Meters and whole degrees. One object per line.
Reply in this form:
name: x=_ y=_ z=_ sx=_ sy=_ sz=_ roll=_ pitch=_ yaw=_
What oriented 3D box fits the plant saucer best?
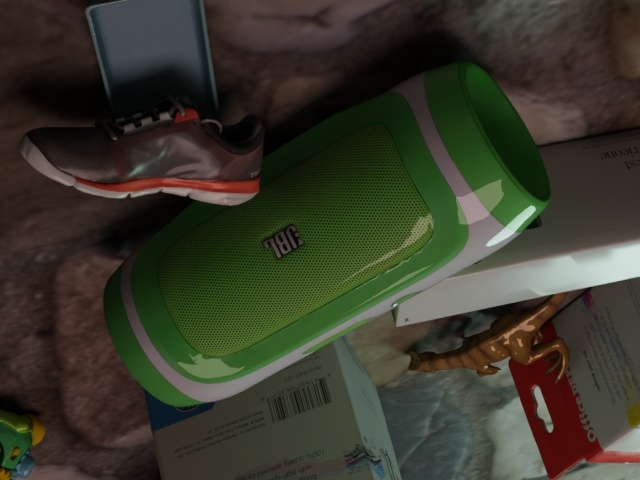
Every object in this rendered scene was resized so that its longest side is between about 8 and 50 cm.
plant saucer: x=-0.098 y=-0.094 z=0.924 sx=0.067 sy=0.018 sz=0.192 roll=-13 pitch=149 yaw=-6

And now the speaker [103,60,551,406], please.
speaker: x=0.000 y=0.000 z=1.007 sx=0.296 sy=0.131 sz=0.131 roll=-30 pitch=147 yaw=22

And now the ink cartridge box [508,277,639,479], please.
ink cartridge box: x=0.278 y=0.105 z=1.319 sx=0.078 sy=0.134 sz=0.231 roll=7 pitch=143 yaw=-36

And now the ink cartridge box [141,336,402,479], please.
ink cartridge box: x=-0.023 y=0.218 z=1.254 sx=0.171 sy=0.233 sz=0.168 roll=-20 pitch=148 yaw=7

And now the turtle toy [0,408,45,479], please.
turtle toy: x=-0.288 y=0.181 z=1.232 sx=0.130 sy=0.066 sz=0.095 roll=-29 pitch=147 yaw=21

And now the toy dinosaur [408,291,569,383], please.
toy dinosaur: x=0.171 y=0.079 z=1.295 sx=0.211 sy=0.064 sz=0.112 roll=-36 pitch=143 yaw=29

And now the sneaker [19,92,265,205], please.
sneaker: x=-0.104 y=-0.064 z=0.915 sx=0.157 sy=0.061 sz=0.065 roll=3 pitch=118 yaw=-32

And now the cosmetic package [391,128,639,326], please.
cosmetic package: x=0.158 y=-0.014 z=1.101 sx=0.239 sy=0.099 sz=0.060 roll=-11 pitch=150 yaw=-10
